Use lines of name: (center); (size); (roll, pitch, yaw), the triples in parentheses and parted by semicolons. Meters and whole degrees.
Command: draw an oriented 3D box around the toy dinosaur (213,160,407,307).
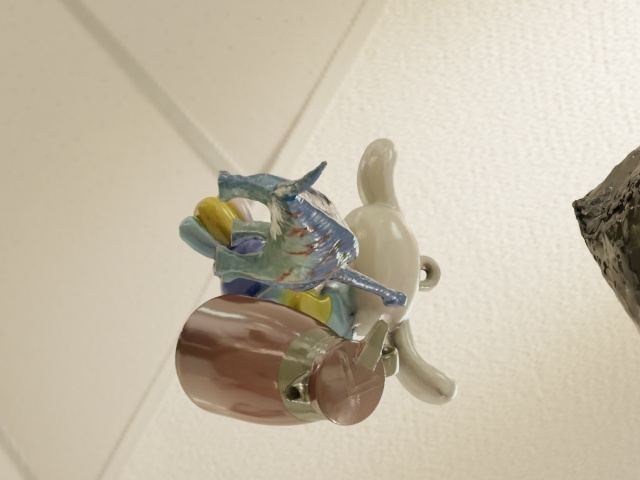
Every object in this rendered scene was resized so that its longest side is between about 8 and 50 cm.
toy dinosaur: (-0.027, 0.002, 0.990); (0.144, 0.329, 0.076); (3, -110, 15)

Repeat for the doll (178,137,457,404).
doll: (-0.005, 0.063, 1.723); (0.187, 0.365, 0.376); (116, -39, -55)

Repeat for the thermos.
thermos: (-0.026, 0.139, 1.394); (0.265, 0.176, 0.146); (3, -77, 54)

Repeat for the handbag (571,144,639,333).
handbag: (0.258, -0.014, 0.652); (0.175, 0.270, 0.088); (51, -18, -2)
